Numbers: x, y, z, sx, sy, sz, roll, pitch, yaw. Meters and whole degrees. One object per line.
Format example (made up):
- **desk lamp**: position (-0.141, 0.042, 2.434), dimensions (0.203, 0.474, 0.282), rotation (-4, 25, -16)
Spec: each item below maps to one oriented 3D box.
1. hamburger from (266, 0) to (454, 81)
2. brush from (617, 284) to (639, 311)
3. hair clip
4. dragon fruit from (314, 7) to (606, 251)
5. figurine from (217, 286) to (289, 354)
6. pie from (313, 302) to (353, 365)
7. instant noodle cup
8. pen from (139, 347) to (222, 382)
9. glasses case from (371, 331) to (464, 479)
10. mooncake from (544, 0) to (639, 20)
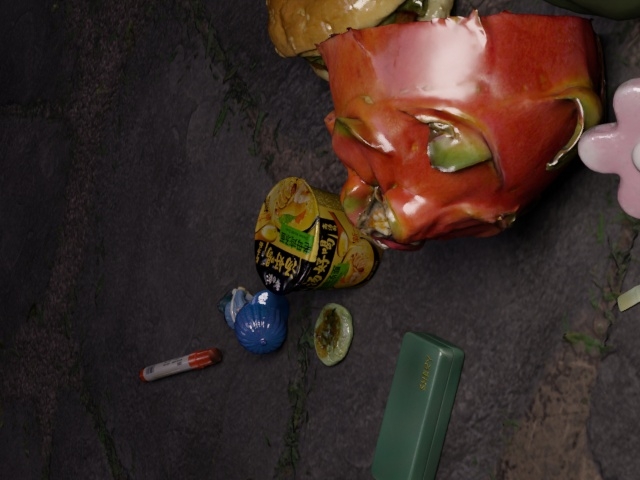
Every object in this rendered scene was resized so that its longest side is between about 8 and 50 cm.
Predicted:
- **hamburger**: position (0.056, -0.295, 1.560), dimensions (0.330, 0.162, 0.209), rotation (-35, 54, 42)
- **brush**: position (0.320, 0.047, 1.230), dimensions (0.083, 0.013, 0.016), rotation (-39, 55, 48)
- **hair clip**: position (0.353, -0.107, 1.107), dimensions (0.257, 0.146, 0.075), rotation (-29, 14, 28)
- **dragon fruit**: position (0.146, -0.105, 1.291), dimensions (0.305, 0.305, 0.226), rotation (-6, 86, 55)
- **figurine**: position (-0.101, 0.108, 1.789), dimensions (0.149, 0.087, 0.086), rotation (16, 134, 57)
- **pie**: position (0.016, 0.125, 1.659), dimensions (0.085, 0.017, 0.085), rotation (-17, 69, 54)
- **instant noodle cup**: position (0.000, 0.000, 1.617), dimensions (0.151, 0.122, 0.151), rotation (-14, 72, 52)
- **pen**: position (-0.224, 0.198, 1.992), dimensions (0.239, 0.028, 0.028), rotation (-21, 67, 53)
- **glasses case**: position (0.113, 0.204, 1.479), dimensions (0.078, 0.039, 0.184), rotation (24, 104, 55)
- **mooncake**: position (0.284, -0.393, 1.183), dimensions (0.351, 0.187, 0.351), rotation (-31, 48, 42)
